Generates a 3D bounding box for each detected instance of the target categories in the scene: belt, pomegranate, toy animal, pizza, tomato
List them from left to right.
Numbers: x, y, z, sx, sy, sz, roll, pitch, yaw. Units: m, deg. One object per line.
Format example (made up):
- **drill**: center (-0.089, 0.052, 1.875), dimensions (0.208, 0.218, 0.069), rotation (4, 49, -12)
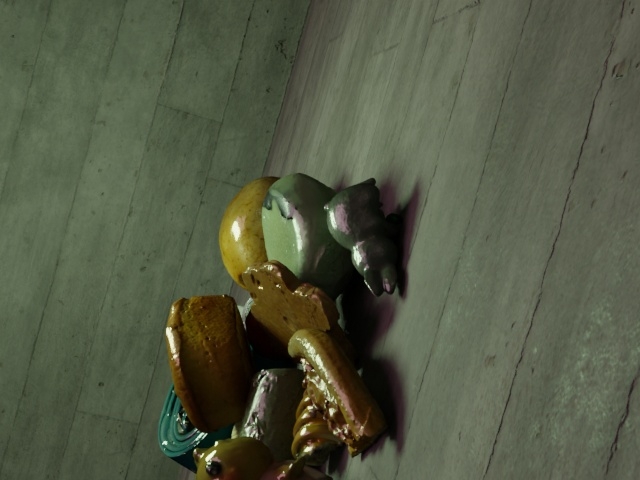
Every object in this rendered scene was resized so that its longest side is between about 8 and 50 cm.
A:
- **belt**: center (-0.230, 0.371, 2.153), dimensions (0.300, 0.173, 0.436), rotation (-19, 43, 40)
- **toy animal**: center (-0.102, 0.434, 1.519), dimensions (0.169, 0.281, 0.195), rotation (-47, -23, -70)
- **pomegranate**: center (-0.121, -0.007, 2.125), dimensions (0.307, 0.307, 0.307), rotation (-165, 90, -78)
- **tomato**: center (-0.074, 0.181, 1.923), dimensions (0.151, 0.187, 0.187), rotation (54, 136, 33)
- **pizza**: center (0.020, 0.253, 1.465), dimensions (0.365, 0.074, 0.182), rotation (-132, 34, -58)
- **toy animal**: center (0.085, 0.011, 1.548), dimensions (0.108, 0.138, 0.236), rotation (63, -162, -61)

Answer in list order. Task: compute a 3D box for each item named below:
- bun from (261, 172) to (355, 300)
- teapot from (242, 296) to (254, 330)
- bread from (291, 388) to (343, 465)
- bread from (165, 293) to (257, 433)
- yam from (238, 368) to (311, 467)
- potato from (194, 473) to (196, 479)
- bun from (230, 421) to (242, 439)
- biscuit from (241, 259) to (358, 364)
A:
- **bun**: center (0.000, 0.000, 1.785), dimensions (0.293, 0.187, 0.293), rotation (170, 90, -74)
- **teapot**: center (-0.100, 0.173, 2.082), dimensions (0.116, 0.146, 0.148), rotation (24, 93, 59)
- **bread**: center (-0.004, 0.337, 1.610), dimensions (0.177, 0.084, 0.119), rotation (-81, 13, -45)
- **bread**: center (-0.229, 0.267, 1.873), dimensions (0.312, 0.172, 0.312), rotation (-13, -90, -88)
- **yam**: center (-0.085, 0.390, 1.721), dimensions (0.161, 0.161, 0.268), rotation (138, 146, -69)
- **potato**: center (-0.251, 0.612, 2.246), dimensions (0.178, 0.160, 0.235), rotation (-12, -72, -59)
- **bun**: center (-0.130, 0.493, 1.914), dimensions (0.222, 0.127, 0.222), rotation (-176, 90, -74)
- **biscuit**: center (-0.044, 0.144, 1.680), dimensions (0.051, 0.269, 0.376), rotation (-41, 2, -22)
